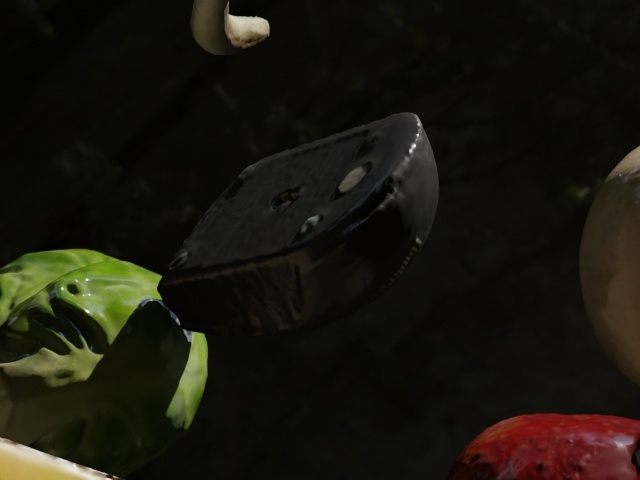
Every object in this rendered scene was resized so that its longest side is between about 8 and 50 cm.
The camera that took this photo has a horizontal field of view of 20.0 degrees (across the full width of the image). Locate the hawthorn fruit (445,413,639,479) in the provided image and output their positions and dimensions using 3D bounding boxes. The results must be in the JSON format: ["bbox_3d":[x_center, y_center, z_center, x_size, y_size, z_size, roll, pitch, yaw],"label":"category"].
[{"bbox_3d":[0.206,0.218,1.156,0.266,0.210,0.230,1,-30,15],"label":"hawthorn fruit"}]

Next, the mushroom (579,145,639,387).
[{"bbox_3d":[0.303,0.016,1.334,0.215,0.207,0.207,-9,-63,40],"label":"mushroom"}]

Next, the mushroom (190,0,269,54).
[{"bbox_3d":[-0.041,-0.139,0.947,0.043,0.068,0.306,63,-14,12],"label":"mushroom"}]

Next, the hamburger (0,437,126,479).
[{"bbox_3d":[-0.138,0.186,0.698,0.295,0.227,0.151,20,-48,-10],"label":"hamburger"}]

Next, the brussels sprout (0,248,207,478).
[{"bbox_3d":[-0.211,0.114,1.506,0.244,0.244,0.244,40,-28,26],"label":"brussels sprout"}]

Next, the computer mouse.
[{"bbox_3d":[0.000,0.000,1.393,0.100,0.170,0.269,50,-31,-18],"label":"computer mouse"}]
